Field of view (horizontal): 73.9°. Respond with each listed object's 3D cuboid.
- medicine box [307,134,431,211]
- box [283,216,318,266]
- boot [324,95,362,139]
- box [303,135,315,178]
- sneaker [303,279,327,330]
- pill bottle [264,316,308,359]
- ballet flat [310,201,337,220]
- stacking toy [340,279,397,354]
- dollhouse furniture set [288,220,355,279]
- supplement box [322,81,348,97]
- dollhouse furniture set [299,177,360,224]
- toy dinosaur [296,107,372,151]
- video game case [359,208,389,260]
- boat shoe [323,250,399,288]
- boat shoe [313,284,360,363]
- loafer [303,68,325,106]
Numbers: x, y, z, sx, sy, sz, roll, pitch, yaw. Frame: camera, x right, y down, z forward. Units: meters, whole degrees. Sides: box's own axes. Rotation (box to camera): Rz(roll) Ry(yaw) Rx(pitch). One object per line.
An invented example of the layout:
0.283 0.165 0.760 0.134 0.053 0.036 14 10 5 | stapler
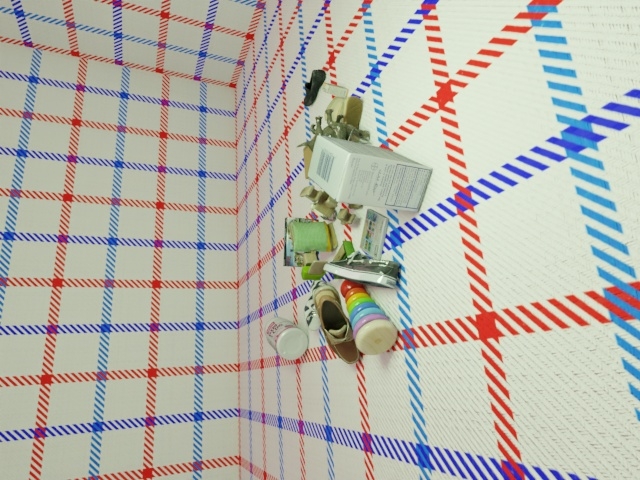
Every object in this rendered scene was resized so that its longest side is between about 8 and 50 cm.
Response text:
0.146 -0.213 1.342 0.263 0.290 0.149 -130 51 -58 | medicine box
-0.092 0.010 2.023 0.044 0.159 0.232 169 103 -68 | box
0.076 -0.474 1.785 0.203 0.095 0.261 -139 57 -61 | boot
-0.032 -0.398 1.998 0.201 0.021 0.164 151 118 -62 | box
-0.004 0.296 1.860 0.153 0.094 0.234 -158 83 -74 | sneaker
-0.185 0.488 2.167 0.283 0.161 0.160 -169 83 -67 | pill bottle
0.000 -0.142 1.934 0.221 0.079 0.076 -137 54 -61 | ballet flat
0.144 0.240 1.494 0.330 0.141 0.141 -117 37 -56 | stacking toy
0.000 0.000 1.764 0.151 0.198 0.301 118 146 -46 | dollhouse furniture set
0.063 -0.650 1.837 0.062 0.099 0.036 -121 41 -54 | supplement box
0.050 -0.209 1.679 0.242 0.212 0.161 -63 22 -13 | dollhouse furniture set
0.027 -0.401 1.645 0.314 0.121 0.160 -15 77 22 | toy dinosaur
0.193 -0.024 1.547 0.143 0.019 0.157 -139 55 -62 | video game case
0.138 0.091 1.481 0.306 0.113 0.104 4 73 50 | boat shoe
0.059 0.321 1.537 0.116 0.123 0.324 -103 -13 -74 | boat shoe
-0.047 -0.767 2.134 0.223 0.078 0.076 128 139 -53 | loafer
